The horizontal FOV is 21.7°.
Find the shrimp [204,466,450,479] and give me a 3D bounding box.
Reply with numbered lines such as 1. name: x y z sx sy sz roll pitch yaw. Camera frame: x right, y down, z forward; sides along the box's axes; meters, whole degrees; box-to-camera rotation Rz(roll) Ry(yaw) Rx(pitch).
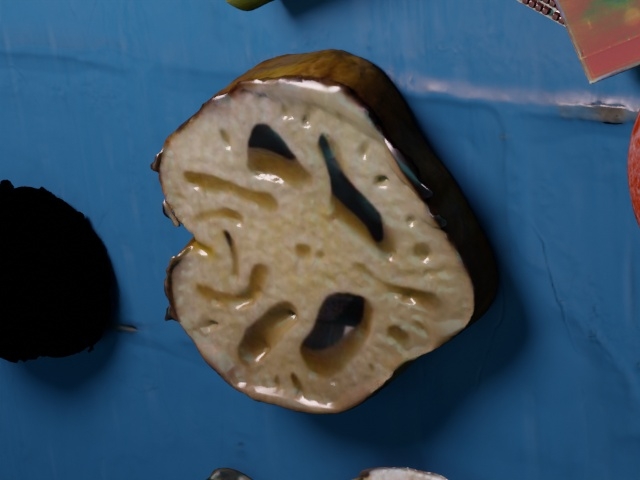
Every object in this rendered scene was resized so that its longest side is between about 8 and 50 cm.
1. shrimp: 0.047 0.339 1.845 0.445 0.110 0.221 10 112 29

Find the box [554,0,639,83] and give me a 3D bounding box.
1. box: 0.251 -0.235 1.424 0.112 0.048 0.175 -20 99 28

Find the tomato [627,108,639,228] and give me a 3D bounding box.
1. tomato: 0.377 -0.059 1.312 0.270 0.227 0.270 5 111 14

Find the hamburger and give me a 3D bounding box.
1. hamburger: -0.349 0.045 1.989 0.231 0.107 0.231 12 111 33

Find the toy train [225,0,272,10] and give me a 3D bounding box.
1. toy train: -0.024 -0.319 1.547 0.307 0.126 0.189 -18 101 40

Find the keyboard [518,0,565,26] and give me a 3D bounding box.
1. keyboard: 0.185 -0.237 1.504 0.166 0.017 0.055 32 127 20

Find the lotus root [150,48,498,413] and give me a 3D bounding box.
1. lotus root: 0.000 0.000 1.706 0.375 0.111 0.390 22 120 25
